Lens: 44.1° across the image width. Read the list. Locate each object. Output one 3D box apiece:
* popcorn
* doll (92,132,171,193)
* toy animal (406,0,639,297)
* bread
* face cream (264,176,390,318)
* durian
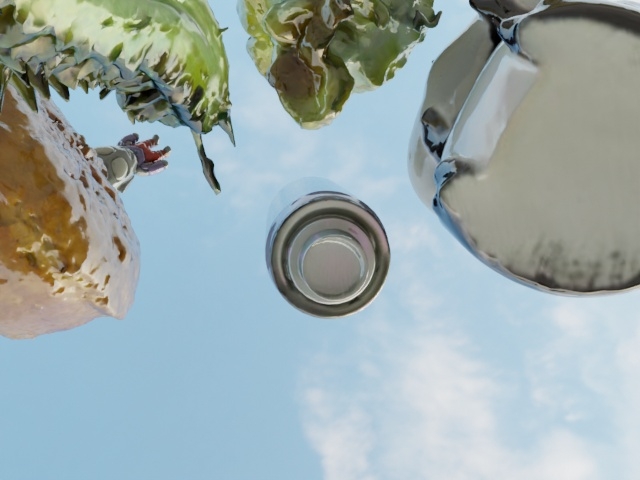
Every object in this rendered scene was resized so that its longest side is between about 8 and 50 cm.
[{"bbox_3d":[0.011,-0.204,0.734,0.197,0.198,0.213,23,-128,-8],"label":"popcorn"},{"bbox_3d":[-0.353,-0.123,1.347,0.102,0.075,0.227,44,-135,15],"label":"doll"},{"bbox_3d":[0.196,-0.092,0.686,0.250,0.251,0.310,29,-160,-4],"label":"toy animal"},{"bbox_3d":[-0.312,-0.038,0.834,0.172,0.312,0.312,-29,-108,0],"label":"bread"},{"bbox_3d":[0.000,0.000,0.516,0.075,0.229,0.075,0,-82,-3],"label":"face cream"},{"bbox_3d":[-0.128,-0.114,0.305,0.106,0.375,0.132,13,-102,21],"label":"durian"}]
